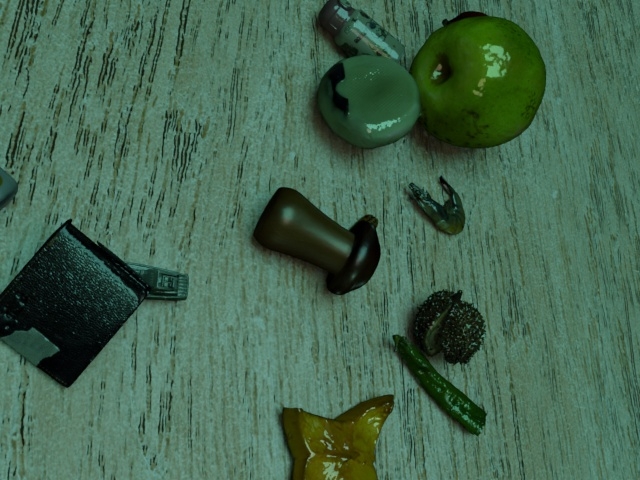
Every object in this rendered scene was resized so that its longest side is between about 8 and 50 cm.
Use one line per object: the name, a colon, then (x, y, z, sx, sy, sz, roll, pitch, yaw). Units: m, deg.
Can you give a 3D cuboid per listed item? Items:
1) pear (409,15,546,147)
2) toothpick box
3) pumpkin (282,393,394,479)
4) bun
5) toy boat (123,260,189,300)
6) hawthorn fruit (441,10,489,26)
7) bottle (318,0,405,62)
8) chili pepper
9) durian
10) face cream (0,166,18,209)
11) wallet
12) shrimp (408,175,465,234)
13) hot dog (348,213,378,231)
pear: (0.449, -0.431, 1.867, 0.390, 0.391, 0.391, 9, 70, -26)
toothpick box: (0.000, 0.000, 1.587, 0.294, 0.192, 0.192, 30, 62, -11)
pumpkin: (0.050, 0.485, 1.503, 0.290, 0.095, 0.259, 5, 67, -31)
bun: (0.123, -0.350, 1.781, 0.283, 0.179, 0.283, 4, 61, -8)
toy boat: (-0.401, 0.081, 1.394, 0.260, 0.085, 0.078, 10, 71, -25)
hawthorn fruit: (0.451, -0.624, 2.049, 0.188, 0.169, 0.169, 36, 60, -10)
bottle: (0.108, -0.571, 1.866, 0.253, 0.120, 0.120, 37, 60, -15)
chili pepper: (0.290, 0.359, 1.687, 0.359, 0.076, 0.085, 44, 44, -15)
durian: (0.324, 0.211, 1.677, 0.167, 0.196, 0.196, -21, 84, -61)
face cream: (-0.740, -0.158, 1.296, 0.291, 0.071, 0.144, 45, 59, -8)
wallet: (-0.492, 0.124, 1.302, 0.221, 0.071, 0.262, 42, 84, -13)
shrimp: (0.334, -0.113, 1.885, 0.217, 0.051, 0.150, 39, 56, -21)
hot dog: (0.109, -0.029, 1.738, 0.049, 0.037, 0.122, 48, 56, -3)
